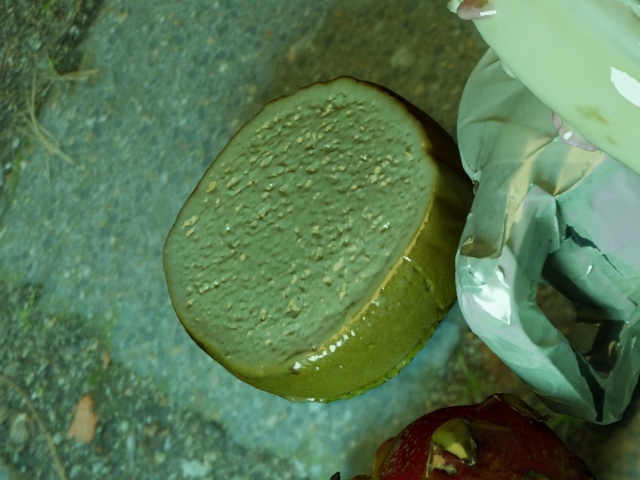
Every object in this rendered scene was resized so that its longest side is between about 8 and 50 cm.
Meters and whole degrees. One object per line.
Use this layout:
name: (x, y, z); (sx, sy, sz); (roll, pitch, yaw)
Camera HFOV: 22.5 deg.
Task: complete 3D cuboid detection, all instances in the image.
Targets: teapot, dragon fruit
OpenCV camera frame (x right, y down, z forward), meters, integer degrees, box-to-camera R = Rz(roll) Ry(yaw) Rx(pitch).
teapot: (0.145, -0.031, 0.925); (0.221, 0.178, 0.163); (-53, 46, 8)
dragon fruit: (0.070, 0.158, 0.951); (0.125, 0.125, 0.246); (-49, 18, -29)

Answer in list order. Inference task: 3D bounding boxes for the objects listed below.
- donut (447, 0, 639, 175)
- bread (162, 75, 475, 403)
donut: (0.219, -0.159, 0.818); (0.142, 0.382, 0.382); (124, 142, -46)
bread: (0.000, 0.000, 1.107); (0.236, 0.070, 0.236); (-18, 58, 32)
